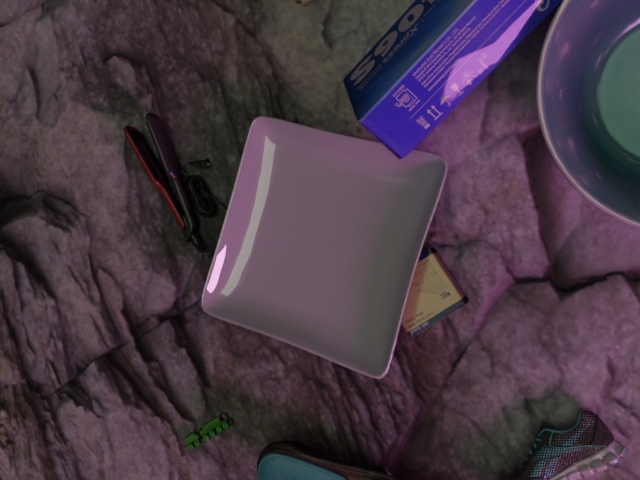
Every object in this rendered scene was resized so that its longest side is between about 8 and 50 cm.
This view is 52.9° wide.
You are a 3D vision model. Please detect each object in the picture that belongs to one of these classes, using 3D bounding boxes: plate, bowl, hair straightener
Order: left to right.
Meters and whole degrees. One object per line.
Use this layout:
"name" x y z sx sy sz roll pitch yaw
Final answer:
"hair straightener" -0.197 -0.084 0.927 0.089 0.047 0.230 -29 83 16
"plate" 0.000 0.000 0.825 0.278 0.045 0.277 17 92 23
"bowl" 0.391 -0.165 0.678 0.311 0.163 0.311 3 99 19

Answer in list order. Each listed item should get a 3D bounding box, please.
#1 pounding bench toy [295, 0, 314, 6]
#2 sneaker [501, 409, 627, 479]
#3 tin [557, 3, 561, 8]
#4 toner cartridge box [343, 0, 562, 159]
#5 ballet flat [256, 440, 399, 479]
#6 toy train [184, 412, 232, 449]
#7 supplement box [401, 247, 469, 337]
"pounding bench toy" -0.020 -0.344 0.860 0.052 0.065 0.083 -16 86 16
"sneaker" 0.282 0.264 0.790 0.166 0.065 0.076 -30 66 12
"tin" 0.341 -0.363 0.767 0.106 0.040 0.189 20 96 11
"toner cartridge box" 0.175 -0.264 0.728 0.075 0.165 0.348 36 111 -24
"ballet flat" 0.052 0.328 0.833 0.280 0.096 0.095 23 93 17
"toy train" -0.164 0.279 0.940 0.083 0.017 0.023 -34 71 15
"supplement box" 0.132 0.066 0.825 0.083 0.056 0.083 -35 80 15
